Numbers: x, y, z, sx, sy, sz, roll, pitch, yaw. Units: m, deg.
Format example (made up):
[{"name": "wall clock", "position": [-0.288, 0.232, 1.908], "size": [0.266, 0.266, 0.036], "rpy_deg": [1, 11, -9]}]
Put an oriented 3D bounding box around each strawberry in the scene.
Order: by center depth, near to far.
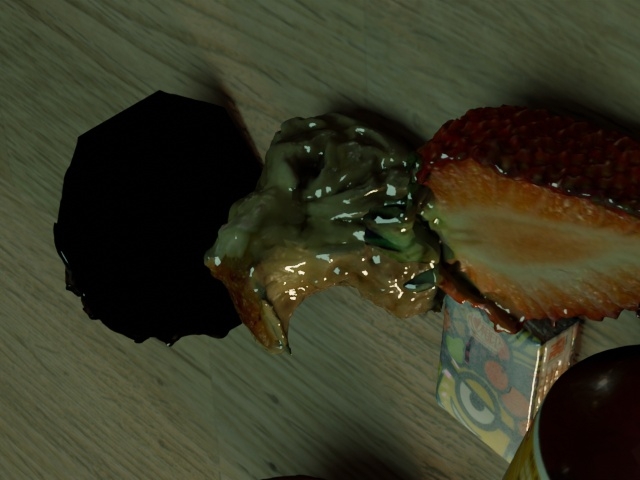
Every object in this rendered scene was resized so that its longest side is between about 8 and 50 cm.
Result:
[{"name": "strawberry", "position": [0.163, -0.025, 1.372], "size": [0.286, 0.106, 0.188], "rpy_deg": [1, 138, 41]}]

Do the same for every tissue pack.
[{"name": "tissue pack", "position": [0.147, 0.098, 1.523], "size": [0.108, 0.060, 0.148], "rpy_deg": [38, 142, 33]}]

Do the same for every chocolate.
[{"name": "chocolate", "position": [-0.165, -0.004, 1.788], "size": [0.224, 0.206, 0.177], "rpy_deg": [60, 160, -6]}]

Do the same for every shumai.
[{"name": "shumai", "position": [0.000, 0.000, 1.554], "size": [0.206, 0.175, 0.166], "rpy_deg": [29, 136, 38]}]

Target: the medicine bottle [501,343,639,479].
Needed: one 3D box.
[{"name": "medicine bottle", "position": [0.266, 0.138, 1.234], "size": [0.242, 0.242, 0.395], "rpy_deg": [47, 132, 24]}]

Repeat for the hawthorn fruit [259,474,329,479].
[{"name": "hawthorn fruit", "position": [-0.026, 0.403, 1.740], "size": [0.403, 0.403, 0.403], "rpy_deg": [36, 140, 37]}]
